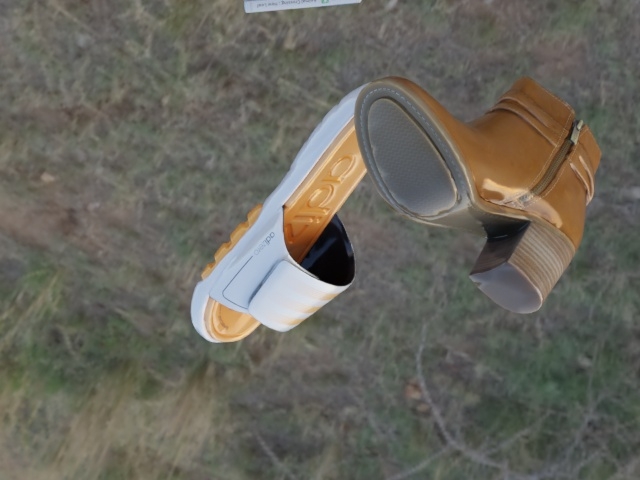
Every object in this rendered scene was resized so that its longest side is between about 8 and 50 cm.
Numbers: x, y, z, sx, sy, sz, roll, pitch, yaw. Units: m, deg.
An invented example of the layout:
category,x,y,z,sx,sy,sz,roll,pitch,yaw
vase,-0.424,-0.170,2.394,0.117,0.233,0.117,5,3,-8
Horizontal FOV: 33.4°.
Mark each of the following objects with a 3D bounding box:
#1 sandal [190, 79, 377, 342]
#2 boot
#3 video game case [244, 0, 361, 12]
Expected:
category,x,y,z,sx,sy,sz,roll,pitch,yaw
sandal,-0.006,0.000,0.805,0.076,0.102,0.265,49,120,24
boot,0.112,-0.066,0.715,0.073,0.152,0.197,-12,127,46
video game case,-0.037,-0.431,1.845,0.193,0.212,0.023,-6,113,-3
